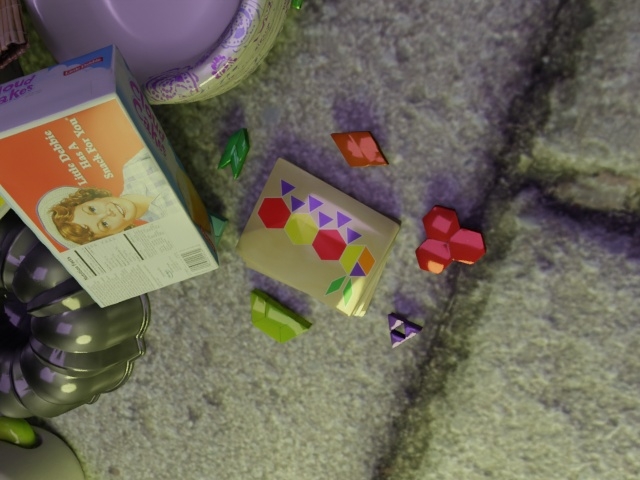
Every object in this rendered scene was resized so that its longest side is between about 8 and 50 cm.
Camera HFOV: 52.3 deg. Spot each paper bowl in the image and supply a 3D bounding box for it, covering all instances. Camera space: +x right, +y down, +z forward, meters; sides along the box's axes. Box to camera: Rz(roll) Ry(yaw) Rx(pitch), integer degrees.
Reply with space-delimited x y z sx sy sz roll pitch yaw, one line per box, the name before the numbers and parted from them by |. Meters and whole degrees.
paper bowl | -0.167 -0.293 0.715 0.285 0.148 0.284 3 102 15

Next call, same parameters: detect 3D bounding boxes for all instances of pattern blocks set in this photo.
pattern blocks set | 0.000 0.000 0.797 0.325 0.026 0.285 38 109 5

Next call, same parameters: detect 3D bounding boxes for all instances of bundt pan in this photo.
bundt pan | -0.406 0.097 0.885 0.331 0.124 0.330 3 102 14

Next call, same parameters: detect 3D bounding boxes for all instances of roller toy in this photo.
roller toy | -0.456 0.383 0.949 0.191 0.146 0.209 -43 89 20

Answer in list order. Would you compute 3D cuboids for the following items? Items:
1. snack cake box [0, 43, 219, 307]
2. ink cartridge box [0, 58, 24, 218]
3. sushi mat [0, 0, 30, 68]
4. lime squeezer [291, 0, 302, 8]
snack cake box | -0.228 -0.054 0.695 0.152 0.089 0.264 -18 138 2
ink cartridge box | -0.484 -0.117 0.818 0.307 0.072 0.303 -39 63 16
sushi mat | -0.394 -0.242 0.715 0.151 0.019 0.316 -37 49 6
lime squeezer | 0.061 -0.388 0.690 0.310 0.058 0.110 -34 121 18
